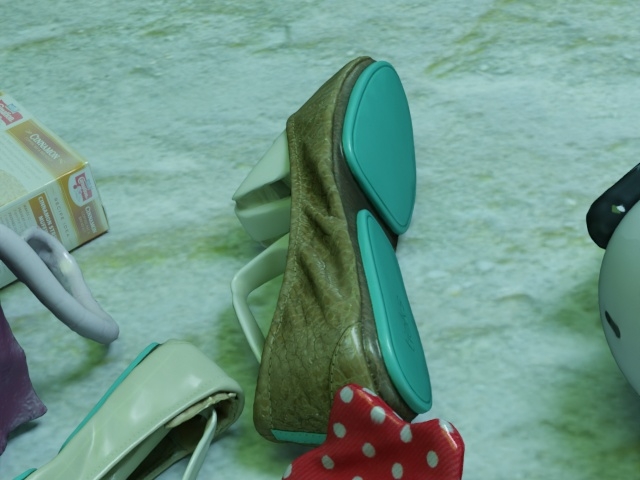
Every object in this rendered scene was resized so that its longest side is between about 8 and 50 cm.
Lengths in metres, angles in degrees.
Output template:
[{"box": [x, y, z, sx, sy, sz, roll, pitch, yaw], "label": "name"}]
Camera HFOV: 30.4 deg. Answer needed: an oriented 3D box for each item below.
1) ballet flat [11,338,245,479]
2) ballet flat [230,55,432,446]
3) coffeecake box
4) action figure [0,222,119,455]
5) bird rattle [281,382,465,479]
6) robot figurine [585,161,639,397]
[{"box": [-0.129, 0.147, 0.638, 0.086, 0.086, 0.248, 19, 46, 29], "label": "ballet flat"}, {"box": [0.000, 0.000, 0.777, 0.124, 0.116, 0.342, -20, 41, 18], "label": "ballet flat"}, {"box": [-0.275, -0.021, 0.867, 0.185, 0.068, 0.142, -31, 44, -24], "label": "coffeecake box"}, {"box": [-0.240, -0.009, 0.612, 0.276, 0.370, 0.248, -26, 45, -25], "label": "action figure"}, {"box": [0.019, 0.189, 0.524, 0.207, 0.143, 0.253, -37, 42, -7], "label": "bird rattle"}, {"box": [0.281, 0.003, 0.655, 0.278, 0.173, 0.209, -35, 3, -28], "label": "robot figurine"}]
